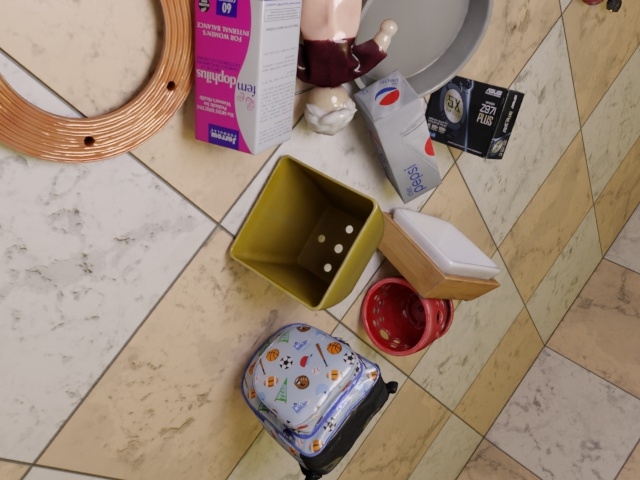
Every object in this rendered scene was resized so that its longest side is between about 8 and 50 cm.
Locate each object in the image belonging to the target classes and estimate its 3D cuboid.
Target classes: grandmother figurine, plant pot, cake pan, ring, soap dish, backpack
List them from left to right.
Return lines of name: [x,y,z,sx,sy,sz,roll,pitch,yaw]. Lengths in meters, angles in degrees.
ring: [-0.297,-0.260,0.701,0.336,0.032,0.337,-26,132,-33]
backpack: [-0.031,0.300,1.158,0.276,0.263,0.213,-43,133,-25]
plant pot: [0.000,0.000,1.057,0.212,0.212,0.187,-60,153,1]
grandmother figurine: [0.019,-0.330,0.914,0.104,0.207,0.342,-77,171,-55]
plant pot: [0.225,0.182,1.412,0.174,0.191,0.191,1,113,-53]
cake pan: [0.174,-0.386,1.027,0.293,0.054,0.293,-19,143,-15]
soap dish: [0.280,0.041,1.363,0.291,0.229,0.118,10,122,-49]

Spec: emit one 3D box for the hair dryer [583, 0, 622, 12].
hair dryer: [0.726,-0.728,1.476,0.293,0.080,0.224,-10,105,-49]

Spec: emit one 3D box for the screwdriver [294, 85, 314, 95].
screwdriver: [-0.067,-0.243,0.971,0.170,0.025,0.024,-35,135,-39]

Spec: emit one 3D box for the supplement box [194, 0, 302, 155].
supplement box: [-0.106,-0.250,0.822,0.114,0.111,0.220,-42,143,-54]

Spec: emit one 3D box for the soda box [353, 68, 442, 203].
soda box: [0.162,-0.196,1.130,0.098,0.091,0.286,-29,146,3]

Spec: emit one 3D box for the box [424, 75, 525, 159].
box: [0.325,-0.272,1.231,0.077,0.180,0.147,-6,118,-46]
